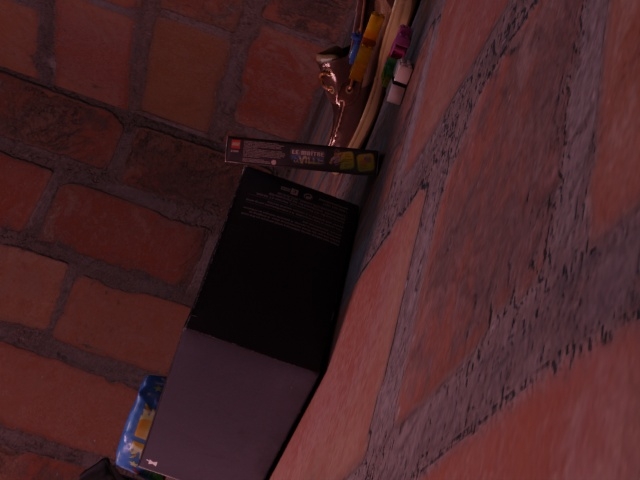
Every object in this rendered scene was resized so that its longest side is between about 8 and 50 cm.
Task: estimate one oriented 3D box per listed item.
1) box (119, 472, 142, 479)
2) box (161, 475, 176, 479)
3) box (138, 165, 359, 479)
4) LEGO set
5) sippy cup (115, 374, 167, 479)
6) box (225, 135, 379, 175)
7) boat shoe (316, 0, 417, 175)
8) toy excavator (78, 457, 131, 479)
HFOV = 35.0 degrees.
[{"bbox_3d":[-0.379,0.692,1.906,0.395,0.212,0.293,-71,-1,-66],"label":"box"},{"bbox_3d":[-0.191,0.419,1.571,0.027,0.137,0.094,121,166,-67],"label":"box"},{"bbox_3d":[-0.101,0.136,1.427,0.343,0.179,0.312,114,175,-45],"label":"box"},{"bbox_3d":[0.089,-0.280,1.463,0.227,0.087,0.093,-86,15,-67],"label":"LEGO set"},{"bbox_3d":[-0.231,0.346,1.786,0.305,0.224,0.240,121,167,-63],"label":"sippy cup"},{"bbox_3d":[-0.028,-0.117,1.410,0.114,0.207,0.036,-132,47,-84],"label":"box"},{"bbox_3d":[0.050,-0.277,1.647,0.123,0.123,0.342,-84,14,-69],"label":"boat shoe"},{"bbox_3d":[-0.307,0.564,1.503,0.222,0.445,0.433,-32,-22,-10],"label":"toy excavator"}]
